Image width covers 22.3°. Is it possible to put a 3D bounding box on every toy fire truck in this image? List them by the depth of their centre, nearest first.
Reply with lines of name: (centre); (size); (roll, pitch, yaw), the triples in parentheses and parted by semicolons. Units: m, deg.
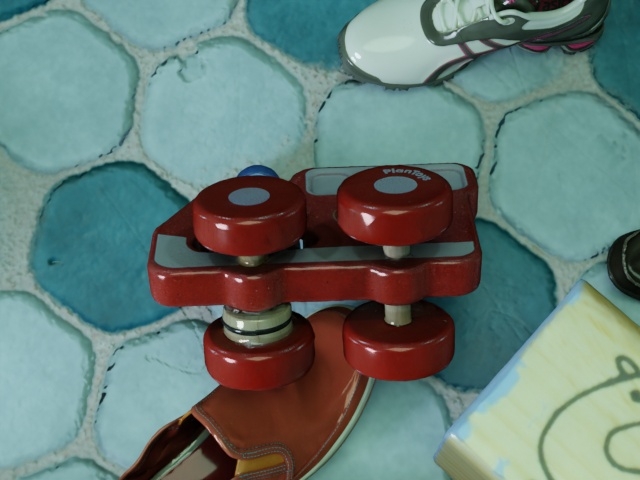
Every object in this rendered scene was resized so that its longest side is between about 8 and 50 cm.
toy fire truck: (0.000, 0.000, 1.483); (0.302, 0.254, 0.169); (-3, 115, 1)

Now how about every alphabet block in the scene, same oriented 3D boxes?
alphabet block: (0.235, 0.181, 1.437); (0.197, 0.193, 0.192); (40, 81, 10)

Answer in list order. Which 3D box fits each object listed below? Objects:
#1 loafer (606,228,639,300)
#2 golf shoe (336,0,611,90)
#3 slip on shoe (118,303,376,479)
loafer: (0.382, 0.016, 1.534); (0.220, 0.078, 0.080); (0, 76, 1)
golf shoe: (0.147, -0.224, 1.580); (0.272, 0.120, 0.105); (-13, 78, -1)
slip on shoe: (-0.073, 0.179, 1.479); (0.331, 0.101, 0.123); (-41, 63, -12)
